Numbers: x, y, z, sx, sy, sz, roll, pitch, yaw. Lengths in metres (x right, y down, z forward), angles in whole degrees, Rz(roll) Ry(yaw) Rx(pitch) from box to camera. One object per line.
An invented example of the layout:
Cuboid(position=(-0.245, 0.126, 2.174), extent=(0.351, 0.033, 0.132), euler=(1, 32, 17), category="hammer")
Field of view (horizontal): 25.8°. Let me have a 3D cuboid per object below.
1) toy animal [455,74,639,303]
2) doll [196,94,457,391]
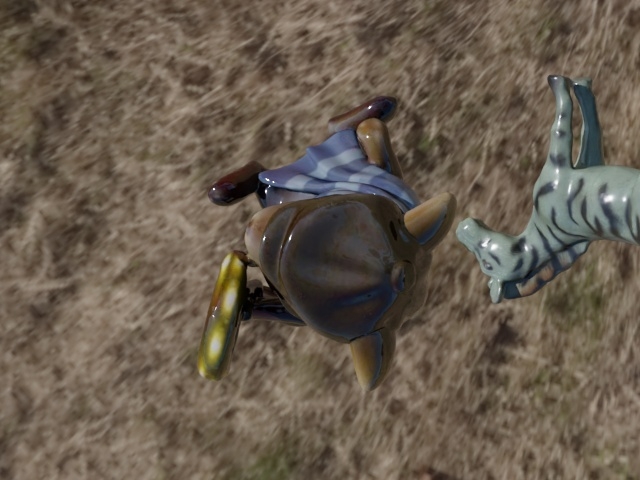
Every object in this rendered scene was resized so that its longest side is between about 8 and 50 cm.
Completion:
Cuboid(position=(0.222, -0.055, 1.141), extent=(0.255, 0.090, 0.169), euler=(-19, 84, 49), category="toy animal")
Cuboid(position=(-0.004, -0.002, 1.438), extent=(0.209, 0.340, 0.318), euler=(30, 100, -16), category="doll")
